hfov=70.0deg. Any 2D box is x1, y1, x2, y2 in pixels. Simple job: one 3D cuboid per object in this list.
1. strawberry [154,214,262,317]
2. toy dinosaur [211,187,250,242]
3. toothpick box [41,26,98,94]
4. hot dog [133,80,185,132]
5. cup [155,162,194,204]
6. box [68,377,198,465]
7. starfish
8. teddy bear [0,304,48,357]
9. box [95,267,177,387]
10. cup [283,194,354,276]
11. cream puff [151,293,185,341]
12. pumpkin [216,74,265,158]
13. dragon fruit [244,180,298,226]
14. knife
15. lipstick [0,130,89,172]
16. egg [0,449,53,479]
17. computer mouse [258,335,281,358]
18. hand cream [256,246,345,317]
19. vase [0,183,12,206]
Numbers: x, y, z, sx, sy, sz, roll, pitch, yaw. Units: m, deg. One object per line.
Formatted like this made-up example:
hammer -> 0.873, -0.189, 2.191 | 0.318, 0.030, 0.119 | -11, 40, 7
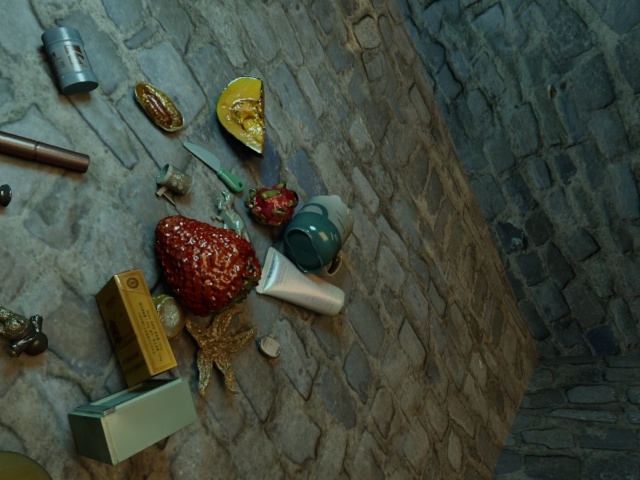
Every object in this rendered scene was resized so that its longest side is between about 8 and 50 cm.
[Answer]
strawberry -> -0.356, 0.060, 1.397 | 0.351, 0.267, 0.312 | 40, 13, 5
toy dinosaur -> -0.290, -0.051, 1.601 | 0.242, 0.053, 0.167 | 46, 44, -16
toothpick box -> -0.699, -0.500, 1.279 | 0.101, 0.101, 0.153 | -26, 98, -45
hot dog -> -0.521, -0.430, 1.474 | 0.192, 0.053, 0.099 | 50, 46, -27
cup -> -0.461, -0.177, 1.451 | 0.099, 0.074, 0.102 | 30, 59, -36
box -> -0.477, 0.443, 1.163 | 0.225, 0.224, 0.118 | -15, 89, -47
starfish -> -0.322, 0.350, 1.462 | 0.299, 0.060, 0.303 | 24, 57, -46
teddy bear -> -0.718, 0.213, 1.086 | 0.160, 0.077, 0.119 | 46, 31, -32
box -> -0.490, 0.232, 1.204 | 0.076, 0.174, 0.274 | -15, 77, -47
cup -> 0.000, 0.000, 1.748 | 0.258, 0.219, 0.290 | -54, 129, -49
cream puff -> -0.463, 0.226, 1.323 | 0.126, 0.103, 0.144 | 20, 65, -55
pumpkin -> -0.289, -0.432, 1.683 | 0.169, 0.148, 0.313 | -2, 72, -4
dragon fruit -> -0.180, -0.138, 1.671 | 0.172, 0.160, 0.167 | -6, 107, -46
knife -> -0.367, -0.265, 1.604 | 0.260, 0.034, 0.063 | 43, 48, -25
lipstick -> -0.783, -0.243, 1.160 | 0.356, 0.057, 0.057 | 14, 70, -42
egg -> -0.664, 0.607, 0.876 | 0.301, 0.301, 0.374 | 8, 74, -44
computer mouse -> -0.181, 0.377, 1.611 | 0.096, 0.039, 0.066 | 40, 53, -21
hand cream -> -0.070, 0.180, 1.738 | 0.358, 0.118, 0.186 | 29, 61, -24
vase -> -0.821, -0.116, 1.061 | 0.183, 0.120, 0.120 | 7, 73, -62
